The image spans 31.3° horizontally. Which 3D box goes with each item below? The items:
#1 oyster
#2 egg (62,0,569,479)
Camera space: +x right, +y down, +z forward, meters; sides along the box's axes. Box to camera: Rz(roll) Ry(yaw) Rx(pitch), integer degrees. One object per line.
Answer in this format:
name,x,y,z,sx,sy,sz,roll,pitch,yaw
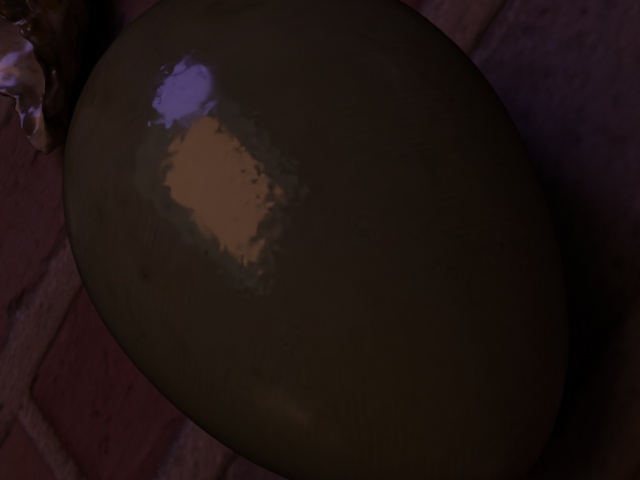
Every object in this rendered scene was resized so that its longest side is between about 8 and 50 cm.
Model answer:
oyster,-0.269,-0.234,0.964,0.341,0.110,0.166,54,150,36
egg,0.000,0.000,0.549,0.218,0.218,0.295,-47,57,22
